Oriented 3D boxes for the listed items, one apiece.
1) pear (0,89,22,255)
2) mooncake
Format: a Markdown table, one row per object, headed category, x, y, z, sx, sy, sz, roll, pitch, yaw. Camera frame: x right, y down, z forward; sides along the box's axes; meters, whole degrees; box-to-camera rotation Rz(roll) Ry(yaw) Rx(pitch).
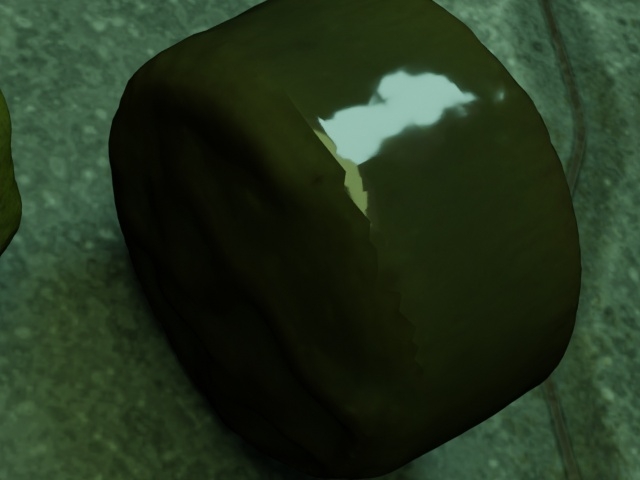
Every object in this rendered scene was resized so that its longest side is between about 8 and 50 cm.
| category | x | y | z | sx | sy | sz | roll | pitch | yaw |
| --- | --- | --- | --- | --- | --- | --- | --- | --- | --- |
| pear | -0.291 | -0.049 | 0.724 | 0.211 | 0.188 | 0.228 | -24 | 73 | -41 |
| mooncake | 0.000 | 0.000 | 0.745 | 0.155 | 0.284 | 0.284 | -29 | 76 | -29 |
